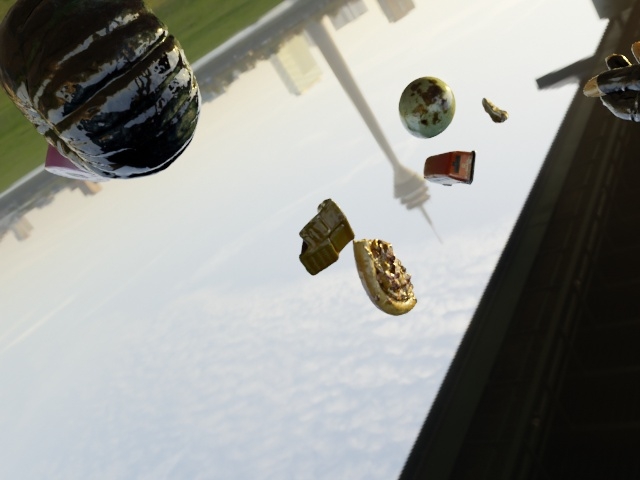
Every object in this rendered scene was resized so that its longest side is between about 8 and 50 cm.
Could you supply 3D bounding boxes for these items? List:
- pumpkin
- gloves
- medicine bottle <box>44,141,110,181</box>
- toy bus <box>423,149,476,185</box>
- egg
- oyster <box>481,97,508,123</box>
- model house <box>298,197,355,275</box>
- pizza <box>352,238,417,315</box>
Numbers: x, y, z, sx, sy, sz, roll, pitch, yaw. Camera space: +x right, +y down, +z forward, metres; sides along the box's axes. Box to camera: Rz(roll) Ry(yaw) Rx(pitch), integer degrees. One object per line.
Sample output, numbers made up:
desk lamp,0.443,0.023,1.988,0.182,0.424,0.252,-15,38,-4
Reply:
pumpkin,-0.379,-0.272,1.154,0.266,0.363,0.363,-46,-159,-20
gloves,0.600,-0.285,1.188,0.197,0.152,0.301,-8,-157,-12
medicine bottle,-0.538,-0.272,1.530,0.152,0.152,0.254,-2,-101,59
toy bus,0.459,-0.261,2.397,0.120,0.121,0.265,6,-179,-13
egg,0.314,-0.387,1.975,0.169,0.169,0.231,-37,163,-13
oyster,0.461,-0.346,1.731,0.038,0.083,0.081,-29,-178,-4
model house,-0.008,-0.008,2.504,0.173,0.268,0.239,25,-113,41
pizza,0.129,0.075,1.288,0.058,0.246,0.127,-7,-138,28
